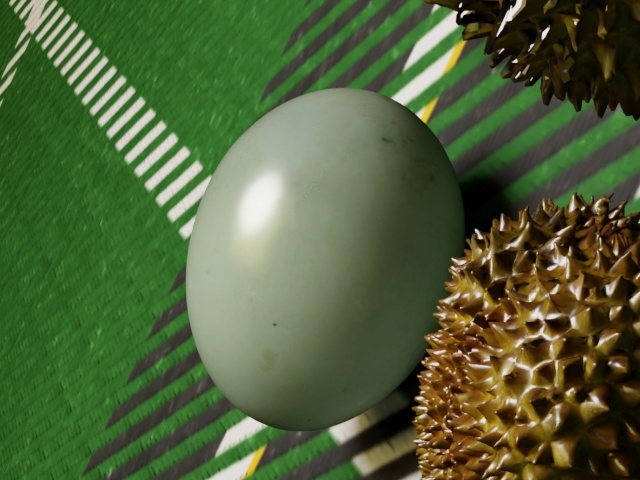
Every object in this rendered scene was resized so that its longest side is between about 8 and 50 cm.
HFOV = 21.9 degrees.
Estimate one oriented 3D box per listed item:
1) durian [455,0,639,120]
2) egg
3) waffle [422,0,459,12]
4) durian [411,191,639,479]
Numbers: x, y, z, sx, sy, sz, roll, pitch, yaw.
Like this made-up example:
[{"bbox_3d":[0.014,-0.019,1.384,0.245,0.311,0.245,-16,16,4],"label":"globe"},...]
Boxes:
[{"bbox_3d":[0.153,-0.173,0.675,0.258,0.258,0.293,-97,22,-46],"label":"durian"},{"bbox_3d":[0.002,0.010,0.912,0.149,0.149,0.192,13,82,65],"label":"egg"},{"bbox_3d":[0.045,-0.185,0.906,0.160,0.211,0.055,12,82,65],"label":"waffle"},{"bbox_3d":[0.106,0.059,0.696,0.168,0.137,0.158,-61,4,-3],"label":"durian"}]
